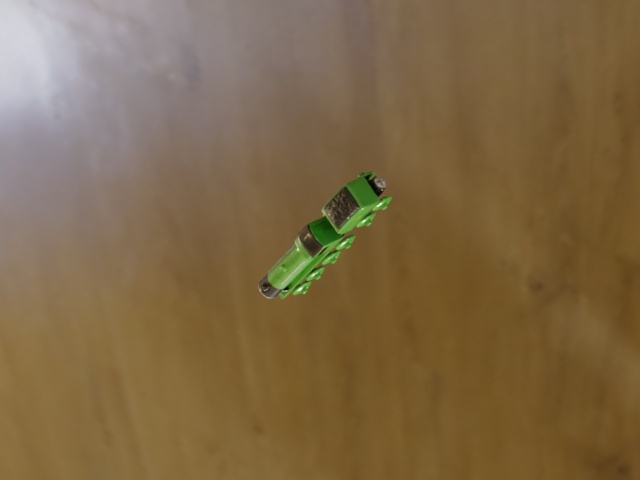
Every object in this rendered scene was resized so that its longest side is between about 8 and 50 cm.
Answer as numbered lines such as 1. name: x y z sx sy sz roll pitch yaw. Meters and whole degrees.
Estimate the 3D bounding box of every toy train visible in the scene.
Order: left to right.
1. toy train: 0.000 0.000 0.758 0.017 0.024 0.083 54 136 11
